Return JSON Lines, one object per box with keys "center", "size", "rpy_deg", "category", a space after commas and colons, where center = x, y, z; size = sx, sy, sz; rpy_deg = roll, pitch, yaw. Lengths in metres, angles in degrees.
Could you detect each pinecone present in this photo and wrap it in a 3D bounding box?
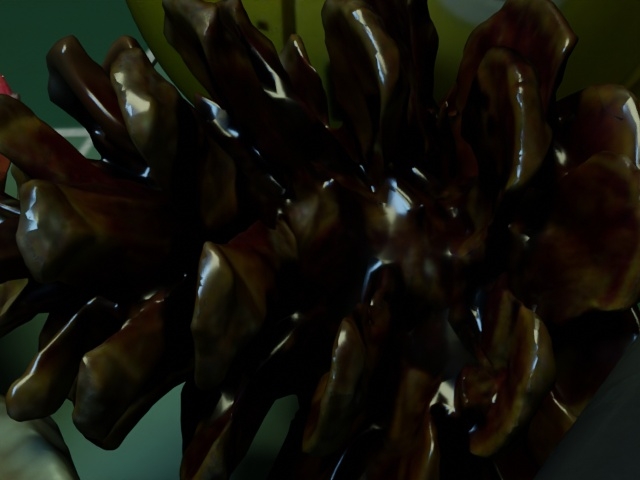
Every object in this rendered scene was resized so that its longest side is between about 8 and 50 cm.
{"center": [0.000, 0.000, 0.645], "size": [0.309, 0.244, 0.244], "rpy_deg": [6, 22, -30], "category": "pinecone"}

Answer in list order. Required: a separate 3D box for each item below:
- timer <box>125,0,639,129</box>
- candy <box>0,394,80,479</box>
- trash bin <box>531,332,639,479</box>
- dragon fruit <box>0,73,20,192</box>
{"center": [0.089, -0.186, 0.851], "size": [0.387, 0.376, 0.376], "rpy_deg": [13, 37, 20], "category": "timer"}
{"center": [-0.124, 0.148, 0.592], "size": [0.102, 0.104, 0.234], "rpy_deg": [-16, 31, -11], "category": "candy"}
{"center": [0.142, 0.132, 0.450], "size": [0.252, 0.203, 0.301], "rpy_deg": [-18, 18, 43], "category": "trash bin"}
{"center": [-0.288, -0.008, 0.788], "size": [0.290, 0.189, 0.291], "rpy_deg": [6, 46, -7], "category": "dragon fruit"}
